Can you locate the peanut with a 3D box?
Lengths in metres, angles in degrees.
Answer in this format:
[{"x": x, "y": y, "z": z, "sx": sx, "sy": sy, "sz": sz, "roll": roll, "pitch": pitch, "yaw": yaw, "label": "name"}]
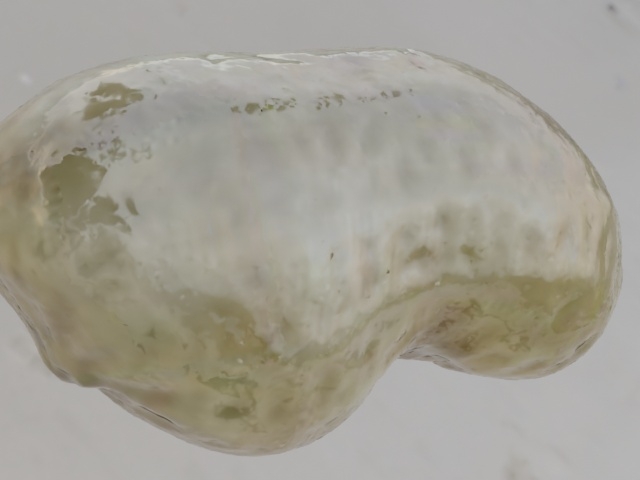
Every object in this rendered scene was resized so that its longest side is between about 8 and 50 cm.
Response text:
[{"x": 0.000, "y": 0.000, "z": 0.665, "sx": 0.253, "sy": 0.137, "sz": 0.122, "roll": -8, "pitch": 10, "yaw": -31, "label": "peanut"}]
